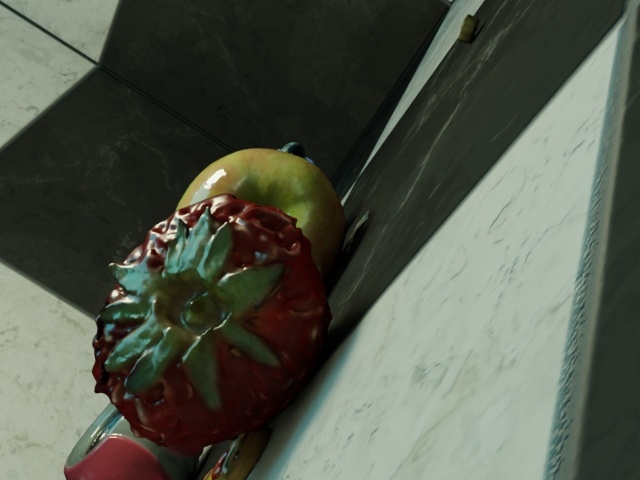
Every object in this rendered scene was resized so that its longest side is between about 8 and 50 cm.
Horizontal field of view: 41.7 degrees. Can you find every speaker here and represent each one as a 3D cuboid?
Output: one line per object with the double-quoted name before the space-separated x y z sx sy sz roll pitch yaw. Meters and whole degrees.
"speaker" -0.375 0.421 1.723 0.294 0.294 0.294 -57 3 5

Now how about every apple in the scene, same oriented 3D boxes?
"apple" -0.112 -0.002 1.545 0.319 0.319 0.277 -58 -10 -15

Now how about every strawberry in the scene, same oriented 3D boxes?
"strawberry" -0.113 0.128 1.097 0.345 0.295 0.317 50 -130 -60

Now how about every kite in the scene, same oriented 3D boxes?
"kite" 0.061 -0.006 1.582 0.139 0.011 0.156 -60 1 20

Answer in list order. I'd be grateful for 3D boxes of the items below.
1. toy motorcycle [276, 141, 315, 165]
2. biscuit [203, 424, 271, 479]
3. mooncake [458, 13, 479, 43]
"toy motorcycle" -0.109 -0.068 1.865 0.319 0.182 0.241 -59 4 6
"biscuit" -0.136 0.326 1.151 0.250 0.036 0.165 -54 6 41
"mooncake" 0.337 -0.483 1.571 0.347 0.057 0.150 161 129 -80
